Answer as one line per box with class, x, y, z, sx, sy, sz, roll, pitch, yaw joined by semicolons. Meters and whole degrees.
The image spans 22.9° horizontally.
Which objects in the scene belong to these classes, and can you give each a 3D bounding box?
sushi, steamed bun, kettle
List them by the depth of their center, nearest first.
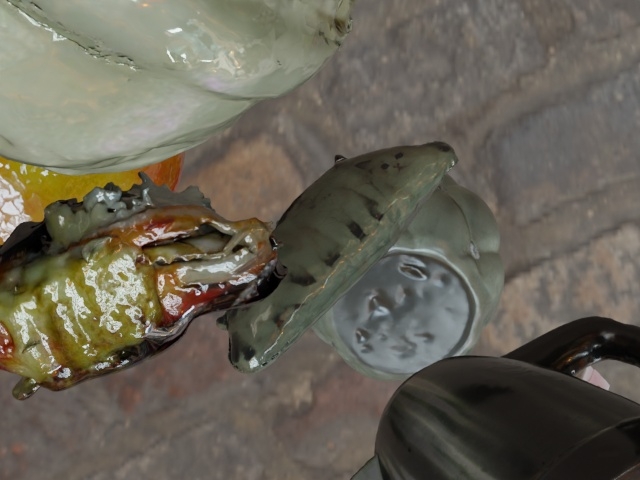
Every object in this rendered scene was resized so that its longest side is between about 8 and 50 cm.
steamed bun;-0.063;-0.213;0.694;0.247;0.352;0.339;-8;122;21
sushi;-0.135;0.022;0.925;0.226;0.103;0.097;-24;136;4
kettle;0.149;0.156;1.099;0.207;0.271;0.250;30;92;-38

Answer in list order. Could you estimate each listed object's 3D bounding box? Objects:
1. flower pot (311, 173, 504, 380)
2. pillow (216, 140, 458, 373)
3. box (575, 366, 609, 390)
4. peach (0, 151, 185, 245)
flower pot;0.087;0.031;1.765;0.246;0.195;0.246;0;121;-1
pillow;0.000;-0.001;1.159;0.093;0.241;0.051;30;156;33
box;0.291;0.215;1.955;0.043;0.089;0.125;45;133;-12
peach;-0.289;-0.155;1.501;0.306;0.242;0.380;-28;85;3
